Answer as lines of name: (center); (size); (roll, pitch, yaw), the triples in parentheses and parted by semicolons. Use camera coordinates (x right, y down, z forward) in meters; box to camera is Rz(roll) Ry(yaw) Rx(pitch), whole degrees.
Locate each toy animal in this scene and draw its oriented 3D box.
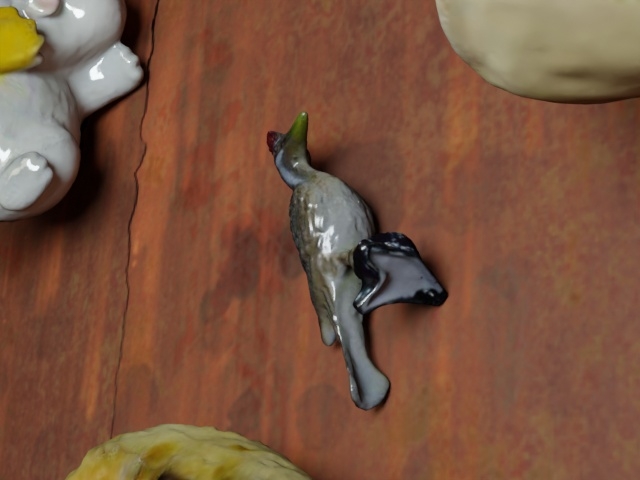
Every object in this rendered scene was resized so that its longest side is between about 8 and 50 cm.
toy animal: (-0.250, -0.161, 0.991); (0.154, 0.208, 0.325); (115, 143, -67)
toy animal: (0.006, -0.003, 0.790); (0.202, 0.070, 0.105); (59, 134, 34)

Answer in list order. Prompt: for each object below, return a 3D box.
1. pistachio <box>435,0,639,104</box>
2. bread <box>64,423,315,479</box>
pistachio: (0.191, -0.178, 0.567); (0.321, 0.238, 0.229); (-19, 52, 2)
bread: (-0.065, 0.221, 0.729); (0.244, 0.134, 0.244); (-16, 63, 35)
